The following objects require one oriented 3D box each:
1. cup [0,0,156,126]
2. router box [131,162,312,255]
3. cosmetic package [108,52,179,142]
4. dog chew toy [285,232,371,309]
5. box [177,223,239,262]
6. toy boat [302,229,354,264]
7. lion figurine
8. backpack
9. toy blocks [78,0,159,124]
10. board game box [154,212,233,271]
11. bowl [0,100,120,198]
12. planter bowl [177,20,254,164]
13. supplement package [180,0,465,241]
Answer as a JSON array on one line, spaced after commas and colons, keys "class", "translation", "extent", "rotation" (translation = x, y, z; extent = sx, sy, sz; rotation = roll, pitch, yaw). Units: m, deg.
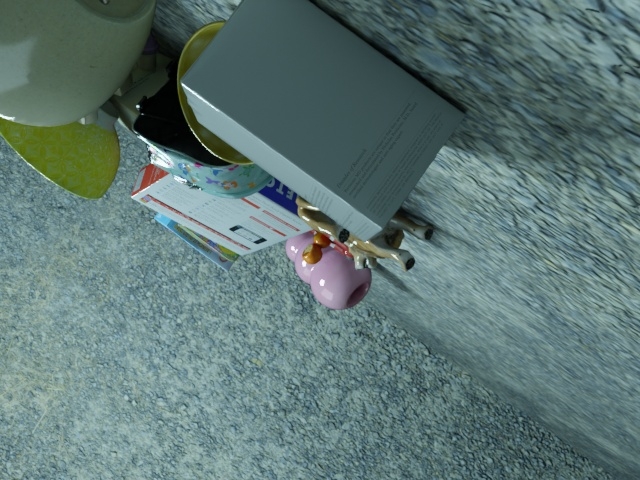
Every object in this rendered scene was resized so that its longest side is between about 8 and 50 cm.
[{"class": "cup", "translation": [-0.374, -0.354, 1.004], "extent": [0.237, 0.331, 0.331], "rotation": [-10, 141, 42]}, {"class": "router box", "translation": [-0.215, -0.097, 1.607], "extent": [0.335, 0.082, 0.301], "rotation": [31, 148, -32]}, {"class": "cosmetic package", "translation": [-0.340, -0.294, 1.469], "extent": [0.309, 0.160, 0.113], "rotation": [35, 157, 49]}, {"class": "dog chew toy", "translation": [0.012, 0.076, 2.290], "extent": [0.332, 0.206, 0.206], "rotation": [42, 176, 27]}, {"class": "box", "translation": [-0.252, -0.104, 1.981], "extent": [0.177, 0.279, 0.290], "rotation": [38, 173, -12]}, {"class": "toy boat", "translation": [0.000, 0.000, 1.981], "extent": [0.231, 0.151, 0.151], "rotation": [35, 172, 9]}, {"class": "lion figurine", "translation": [0.061, -0.042, 1.383], "extent": [0.240, 0.142, 0.392], "rotation": [25, 174, 42]}, {"class": "backpack", "translation": [-0.173, -0.190, 1.241], "extent": [0.253, 0.225, 0.191], "rotation": [21, 154, 26]}, {"class": "toy blocks", "translation": [-0.475, -0.440, 1.327], "extent": [0.288, 0.309, 0.260], "rotation": [23, 137, 10]}, {"class": "board game box", "translation": [-0.324, -0.103, 2.231], "extent": [0.086, 0.302, 0.308], "rotation": [29, 170, 44]}, {"class": "bowl", "translation": [-0.515, -0.242, 1.444], "extent": [0.289, 0.156, 0.289], "rotation": [46, -172, -9]}, {"class": "planter bowl", "translation": [-0.112, -0.234, 1.080], "extent": [0.217, 0.217, 0.090], "rotation": [33, -144, 18]}, {"class": "supplement package", "translation": [-0.001, -0.157, 0.882], "extent": [0.293, 0.175, 0.177], "rotation": [36, 174, 0]}]
